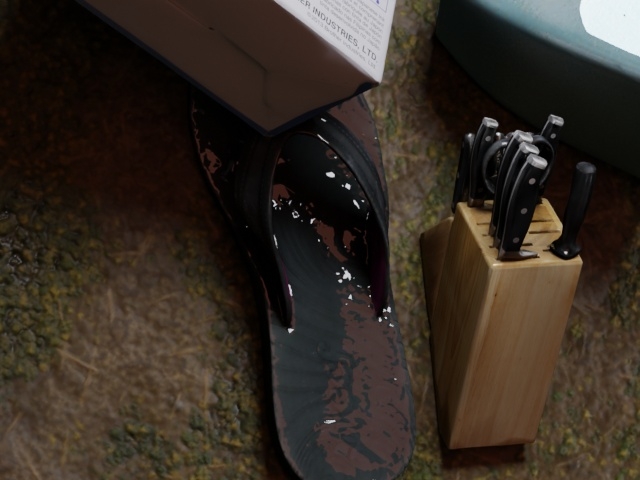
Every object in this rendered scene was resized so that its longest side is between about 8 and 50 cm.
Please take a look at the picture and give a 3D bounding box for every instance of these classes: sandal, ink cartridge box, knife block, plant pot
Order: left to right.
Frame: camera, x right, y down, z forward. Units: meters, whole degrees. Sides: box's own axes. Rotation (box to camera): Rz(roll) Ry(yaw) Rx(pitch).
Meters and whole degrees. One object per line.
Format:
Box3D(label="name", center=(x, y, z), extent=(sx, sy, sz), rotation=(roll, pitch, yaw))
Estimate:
Box3D(label="ink cartridge box", center=(-0.054, -0.330, 1.660), extent=(0.270, 0.151, 0.395), rotation=(36, 52, -34))
Box3D(label="sandal", center=(0.003, 0.001, 1.727), extent=(0.167, 0.107, 0.446), rotation=(-13, 85, -18))
Box3D(label="knife block", center=(0.170, 0.036, 1.701), extent=(0.088, 0.242, 0.276), rotation=(-2, 82, -16))
Box3D(label="plant pot", center=(0.243, -0.230, 1.776), extent=(0.252, 0.248, 0.247), rotation=(19, 75, 6))
